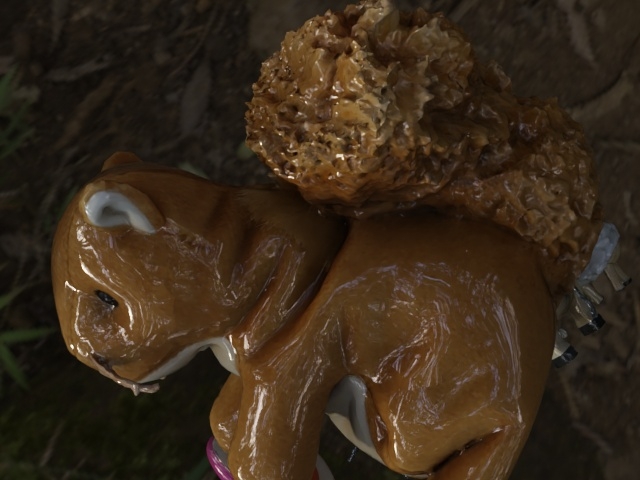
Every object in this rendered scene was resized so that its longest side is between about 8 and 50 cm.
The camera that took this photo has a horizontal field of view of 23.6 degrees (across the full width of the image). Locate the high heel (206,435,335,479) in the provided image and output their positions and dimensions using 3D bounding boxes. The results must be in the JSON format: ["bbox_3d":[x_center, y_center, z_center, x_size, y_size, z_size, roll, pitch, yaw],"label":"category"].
[{"bbox_3d":[-0.022,0.378,1.954,0.377,0.127,0.181,37,131,-15],"label":"high heel"}]

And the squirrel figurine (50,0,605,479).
[{"bbox_3d":[0.000,0.000,1.164,0.370,0.281,0.397,25,103,-3],"label":"squirrel figurine"}]

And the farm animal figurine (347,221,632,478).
[{"bbox_3d":[0.186,0.104,1.856,0.327,0.330,0.172,-36,96,37],"label":"farm animal figurine"}]
